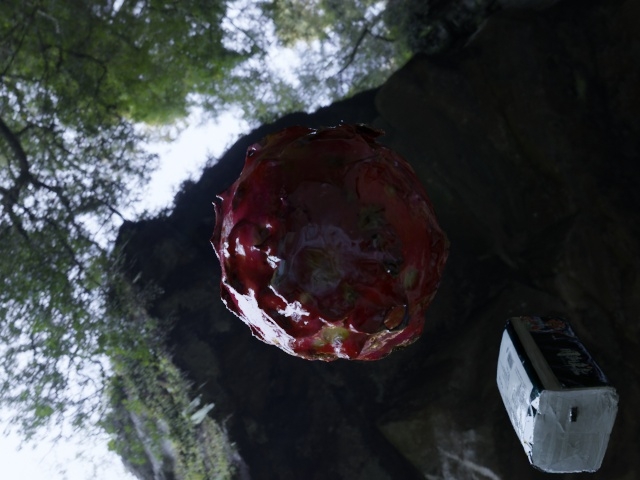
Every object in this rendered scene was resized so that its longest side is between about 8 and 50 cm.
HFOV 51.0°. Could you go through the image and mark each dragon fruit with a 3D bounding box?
[{"bbox_3d":[0.000,0.000,0.988,0.371,0.386,0.249,14,-178,13],"label":"dragon fruit"}]

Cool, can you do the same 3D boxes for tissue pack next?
[{"bbox_3d":[0.249,0.160,0.727,0.090,0.103,0.170,4,-162,4],"label":"tissue pack"}]
